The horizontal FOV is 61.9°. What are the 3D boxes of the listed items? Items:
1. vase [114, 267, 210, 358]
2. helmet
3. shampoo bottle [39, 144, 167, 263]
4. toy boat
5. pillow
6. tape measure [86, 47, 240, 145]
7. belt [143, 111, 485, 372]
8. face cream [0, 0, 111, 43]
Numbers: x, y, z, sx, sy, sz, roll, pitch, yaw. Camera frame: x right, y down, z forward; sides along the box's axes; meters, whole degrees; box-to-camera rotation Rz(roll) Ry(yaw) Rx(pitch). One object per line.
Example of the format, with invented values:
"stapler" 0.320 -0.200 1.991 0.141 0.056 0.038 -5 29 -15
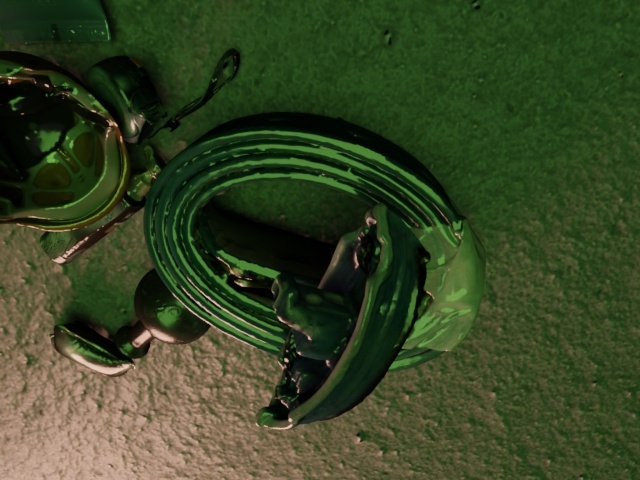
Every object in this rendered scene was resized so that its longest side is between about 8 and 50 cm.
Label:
"vase" -0.237 0.114 0.790 0.120 0.120 0.183 41 123 -17
"helmet" -0.345 -0.125 0.636 0.198 0.130 0.224 -38 139 1
"shampoo bottle" -0.296 -0.049 0.741 0.207 0.057 0.063 -35 102 11
"toy boat" 0.003 0.094 0.582 0.142 0.129 0.309 19 113 -21
"pillow" -0.356 0.173 0.830 0.135 0.055 0.091 36 119 -14
"tape measure" -0.200 -0.206 0.686 0.179 0.104 0.107 -37 95 -18
"belt" -0.001 0.000 0.705 0.436 0.173 0.300 18 113 -8
"face cream" -0.328 -0.414 0.572 0.135 0.086 0.385 0 118 2
